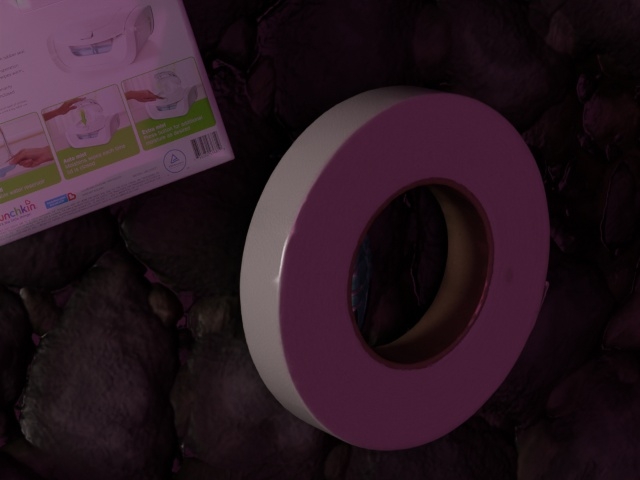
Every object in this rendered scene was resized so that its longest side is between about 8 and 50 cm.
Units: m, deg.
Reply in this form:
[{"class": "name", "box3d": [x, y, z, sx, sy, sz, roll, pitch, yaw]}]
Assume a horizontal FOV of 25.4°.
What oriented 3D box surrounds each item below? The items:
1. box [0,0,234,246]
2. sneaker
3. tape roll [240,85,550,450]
[{"class": "box", "box3d": [-0.251, -0.147, 1.401, 0.262, 0.127, 0.231, -22, 103, -15]}, {"class": "sneaker", "box3d": [0.000, 0.000, 1.551, 0.098, 0.083, 0.224, 1, 109, 16]}, {"class": "tape roll", "box3d": [0.090, 0.030, 1.507, 0.392, 0.072, 0.392, -12, 109, -37]}]
